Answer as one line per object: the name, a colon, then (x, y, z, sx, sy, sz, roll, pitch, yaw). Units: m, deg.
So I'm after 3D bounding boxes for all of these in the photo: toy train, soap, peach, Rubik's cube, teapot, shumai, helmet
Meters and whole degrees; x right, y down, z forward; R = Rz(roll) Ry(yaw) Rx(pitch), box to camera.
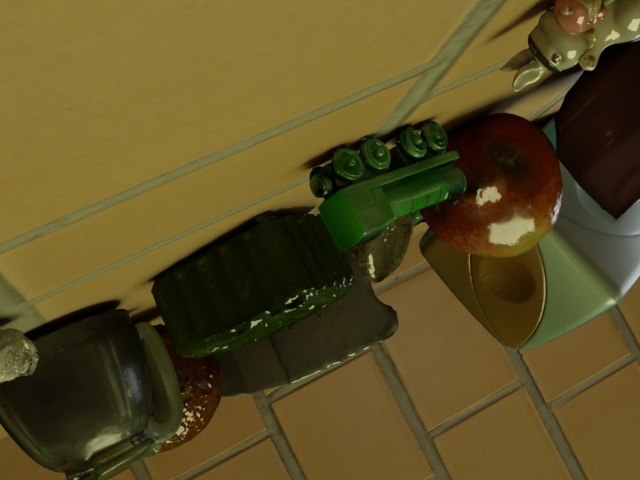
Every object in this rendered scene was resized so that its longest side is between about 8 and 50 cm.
toy train: (0.093, -0.075, 1.043, 0.251, 0.119, 0.085, -20, 170, -40)
soap: (-0.086, 0.175, 1.706, 0.350, 0.213, 0.435, -20, 176, -26)
peach: (0.261, -0.081, 1.266, 0.232, 0.232, 0.256, -30, 164, 22)
Rubik's cube: (0.473, -0.017, 1.751, 0.351, 0.352, 0.347, -40, 178, -38)
teapot: (-0.360, 0.254, 1.278, 0.239, 0.239, 0.321, -26, 175, -4)
shumai: (0.093, -0.029, 1.470, 0.120, 0.201, 0.201, 17, -163, 27)
helmet: (0.486, -0.202, 1.277, 0.271, 0.197, 0.338, -46, -174, 45)

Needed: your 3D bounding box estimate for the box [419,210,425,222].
box: (0.179, -0.062, 1.708, 0.288, 0.073, 0.290, -28, 172, -19)

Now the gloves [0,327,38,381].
gloves: (-0.402, 0.141, 0.944, 0.114, 0.070, 0.153, -21, 174, 2)

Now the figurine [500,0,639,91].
figurine: (0.243, -0.217, 0.800, 0.146, 0.081, 0.098, -23, 131, 6)

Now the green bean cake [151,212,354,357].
green bean cake: (-0.099, 0.071, 1.267, 0.249, 0.156, 0.247, -29, 172, 20)

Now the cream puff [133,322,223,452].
cream puff: (-0.337, 0.270, 1.575, 0.303, 0.212, 0.303, -8, -157, 3)
